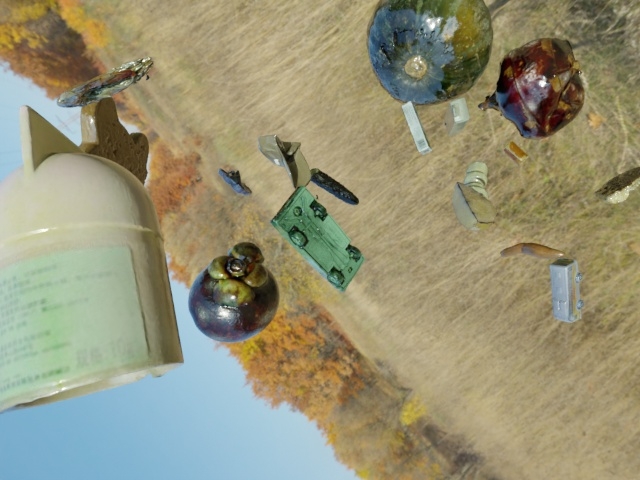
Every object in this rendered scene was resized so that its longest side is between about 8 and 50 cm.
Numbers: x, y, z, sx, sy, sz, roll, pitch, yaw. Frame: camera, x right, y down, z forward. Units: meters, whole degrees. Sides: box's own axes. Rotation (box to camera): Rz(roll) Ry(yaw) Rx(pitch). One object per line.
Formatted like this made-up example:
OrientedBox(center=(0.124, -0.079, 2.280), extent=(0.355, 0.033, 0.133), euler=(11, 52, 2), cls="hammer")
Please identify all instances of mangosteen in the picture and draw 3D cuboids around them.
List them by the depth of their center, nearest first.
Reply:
OrientedBox(center=(-0.292, 0.183, 1.381), extent=(0.330, 0.330, 0.330), euler=(51, 174, 8), cls="mangosteen")

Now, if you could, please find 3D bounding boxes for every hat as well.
OrientedBox(center=(-0.124, -0.247, 1.301), extent=(0.166, 0.144, 0.173), euler=(-5, -84, -62), cls="hat")

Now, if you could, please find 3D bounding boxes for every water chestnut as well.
OrientedBox(center=(0.739, -0.525, 1.446), extent=(0.346, 0.335, 0.335), euler=(-15, 121, 38), cls="water chestnut")

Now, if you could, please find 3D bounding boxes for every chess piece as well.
OrientedBox(center=(0.701, -0.255, 1.835), extent=(0.133, 0.243, 0.133), euler=(13, 152, 7), cls="chess piece")

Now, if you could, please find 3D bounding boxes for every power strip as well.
OrientedBox(center=(0.456, -0.412, 1.358), extent=(0.272, 0.052, 0.078), euler=(-17, -88, -77), cls="power strip")

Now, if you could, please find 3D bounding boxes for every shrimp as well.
OrientedBox(center=(-0.396, -0.291, 0.749), extent=(0.042, 0.190, 0.101), euler=(64, 170, -20), cls="shrimp")

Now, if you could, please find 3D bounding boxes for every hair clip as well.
OrientedBox(center=(-0.260, -0.190, 1.255), extent=(0.124, 0.052, 0.195), euler=(44, -179, -6), cls="hair clip")

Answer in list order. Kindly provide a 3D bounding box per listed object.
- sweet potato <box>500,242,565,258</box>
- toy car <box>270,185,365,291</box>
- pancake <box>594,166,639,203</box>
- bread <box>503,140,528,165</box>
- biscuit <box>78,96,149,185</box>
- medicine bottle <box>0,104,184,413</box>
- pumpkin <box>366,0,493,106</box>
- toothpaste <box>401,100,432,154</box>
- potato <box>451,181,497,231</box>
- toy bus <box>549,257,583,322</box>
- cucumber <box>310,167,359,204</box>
OrientedBox(center=(0.529, 0.025, 1.025), extent=(0.044, 0.044, 0.179), euler=(54, 159, -19), cls="sweet potato")
OrientedBox(center=(0.000, 0.000, 1.141), extent=(0.097, 0.141, 0.321), euler=(8, 146, 52), cls="toy car")
OrientedBox(center=(0.969, -0.181, 1.225), extent=(0.057, 0.244, 0.266), euler=(64, -152, -4), cls="pancake")
OrientedBox(center=(0.693, -0.310, 1.431), extent=(0.083, 0.047, 0.036), euler=(54, -175, 21), cls="bread")
OrientedBox(center=(-0.680, -0.233, 1.305), extent=(0.076, 0.368, 0.394), euler=(7, 168, 0), cls="biscuit")
OrientedBox(center=(-0.364, 0.022, 0.620), extent=(0.236, 0.235, 0.406), euler=(75, 178, -75), cls="medicine bottle")
OrientedBox(center=(0.382, -0.700, 1.450), extent=(0.454, 0.344, 0.454), euler=(23, 155, 11), cls="pumpkin")
OrientedBox(center=(0.292, -0.340, 1.226), extent=(0.046, 0.034, 0.164), euler=(8, -118, -59), cls="toothpaste")
OrientedBox(center=(0.470, -0.091, 1.255), extent=(0.089, 0.100, 0.172), euler=(110, 151, -47), cls="potato")
OrientedBox(center=(0.724, 0.149, 1.190), extent=(0.064, 0.075, 0.191), euler=(10, 115, 57), cls="toy bus")
OrientedBox(center=(0.070, -0.259, 1.992), extent=(0.303, 0.072, 0.081), euler=(29, -164, -28), cls="cucumber")
